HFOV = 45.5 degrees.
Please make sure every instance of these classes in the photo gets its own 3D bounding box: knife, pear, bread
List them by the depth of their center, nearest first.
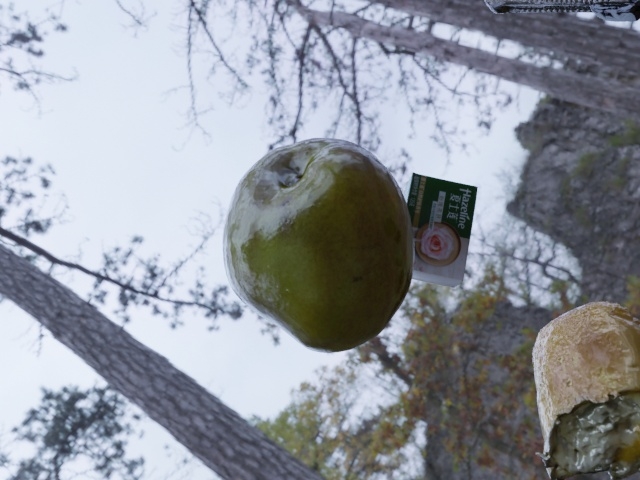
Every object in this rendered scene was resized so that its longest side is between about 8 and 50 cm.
[{"bbox_3d":[0.000,0.000,0.727,0.200,0.200,0.200,-35,-44,-42],"label":"pear"},{"bbox_3d":[0.426,-0.393,1.293,0.089,0.365,0.043,28,-95,-42],"label":"knife"},{"bbox_3d":[0.653,0.341,1.834,0.250,0.361,0.394,37,-146,-30],"label":"bread"}]

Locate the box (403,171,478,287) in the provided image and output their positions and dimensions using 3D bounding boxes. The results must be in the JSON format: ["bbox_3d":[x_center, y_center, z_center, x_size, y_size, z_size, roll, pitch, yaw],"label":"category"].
[{"bbox_3d":[0.219,-0.019,1.481,0.081,0.135,0.199,103,178,-77],"label":"box"}]
